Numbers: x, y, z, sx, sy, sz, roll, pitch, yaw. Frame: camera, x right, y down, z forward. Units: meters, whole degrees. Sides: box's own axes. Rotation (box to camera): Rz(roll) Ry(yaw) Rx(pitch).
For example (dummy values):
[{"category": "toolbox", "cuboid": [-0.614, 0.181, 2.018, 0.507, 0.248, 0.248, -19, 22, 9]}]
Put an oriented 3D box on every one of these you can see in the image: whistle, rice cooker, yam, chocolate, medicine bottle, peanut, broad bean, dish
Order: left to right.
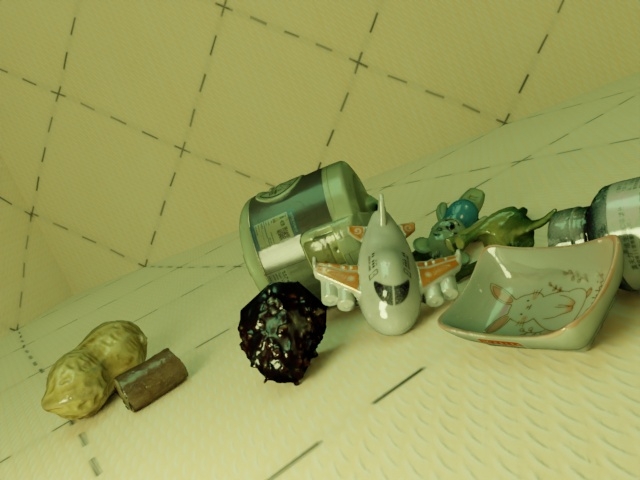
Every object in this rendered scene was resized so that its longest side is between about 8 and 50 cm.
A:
[{"category": "peanut", "cuboid": [-0.462, 0.270, 1.344, 0.153, 0.140, 0.325, -5, 15, 9]}, {"category": "yam", "cuboid": [-0.321, 0.262, 1.222, 0.127, 0.084, 0.084, -33, 13, -30]}, {"category": "chocolate", "cuboid": [-0.055, 0.165, 1.013, 0.156, 0.156, 0.133, -23, 26, 3]}, {"category": "rice cooker", "cuboid": [0.002, -0.002, 1.298, 0.277, 0.288, 0.288, -21, 10, 15]}, {"category": "broad bean", "cuboid": [0.205, 0.034, 1.298, 0.195, 0.046, 0.061, -26, 20, -26]}, {"category": "whistle", "cuboid": [0.275, -0.037, 1.288, 0.114, 0.077, 0.235, 20, 47, 22]}, {"category": "dish", "cuboid": [0.265, 0.076, 0.793, 0.151, 0.077, 0.212, -52, 22, -25]}, {"category": "medicine bottle", "cuboid": [0.430, -0.017, 0.772, 0.293, 0.141, 0.141, -13, 14, 43]}]

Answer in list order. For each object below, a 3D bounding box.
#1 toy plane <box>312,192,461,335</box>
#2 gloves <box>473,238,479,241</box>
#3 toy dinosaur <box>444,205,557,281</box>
[{"category": "toy plane", "cuboid": [0.109, 0.043, 1.059, 0.245, 0.117, 0.244, -1, 48, 1]}, {"category": "gloves", "cuboid": [0.317, -0.015, 1.334, 0.081, 0.044, 0.037, 7, -11, 37]}, {"category": "toy dinosaur", "cuboid": [0.361, -0.030, 1.119, 0.301, 0.087, 0.447, -24, -2, -18]}]
